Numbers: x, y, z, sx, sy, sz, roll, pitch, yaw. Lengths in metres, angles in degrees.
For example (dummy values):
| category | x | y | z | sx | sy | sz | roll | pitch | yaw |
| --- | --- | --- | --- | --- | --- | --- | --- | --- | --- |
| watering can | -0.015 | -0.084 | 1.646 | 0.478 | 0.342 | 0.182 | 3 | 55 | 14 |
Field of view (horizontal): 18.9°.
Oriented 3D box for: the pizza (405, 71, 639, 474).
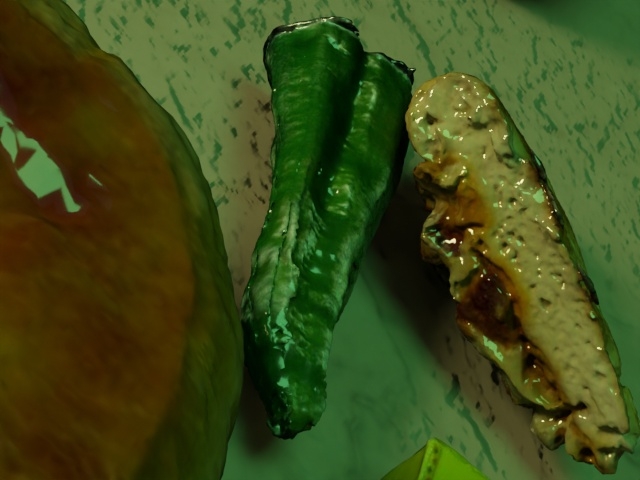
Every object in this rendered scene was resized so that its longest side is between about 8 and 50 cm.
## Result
| category | x | y | z | sx | sy | sz | roll | pitch | yaw |
| --- | --- | --- | --- | --- | --- | --- | --- | --- | --- |
| pizza | 0.091 | 0.022 | 0.900 | 0.154 | 0.069 | 0.194 | 48 | 22 | -70 |

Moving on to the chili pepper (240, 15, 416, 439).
| category | x | y | z | sx | sy | sz | roll | pitch | yaw |
| --- | --- | --- | --- | --- | --- | --- | --- | --- | --- |
| chili pepper | 0.000 | 0.000 | 0.840 | 0.088 | 0.059 | 0.227 | 36 | 39 | -24 |

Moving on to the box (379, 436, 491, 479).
| category | x | y | z | sx | sy | sz | roll | pitch | yaw |
| --- | --- | --- | --- | --- | --- | --- | --- | --- | --- |
| box | 0.134 | 0.245 | 0.758 | 0.335 | 0.047 | 0.187 | 40 | 36 | -9 |

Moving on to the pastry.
| category | x | y | z | sx | sy | sz | roll | pitch | yaw |
| --- | --- | --- | --- | --- | --- | --- | --- | --- | --- |
| pastry | -0.179 | 0.001 | 0.565 | 0.356 | 0.164 | 0.356 | 32 | 33 | -23 |
